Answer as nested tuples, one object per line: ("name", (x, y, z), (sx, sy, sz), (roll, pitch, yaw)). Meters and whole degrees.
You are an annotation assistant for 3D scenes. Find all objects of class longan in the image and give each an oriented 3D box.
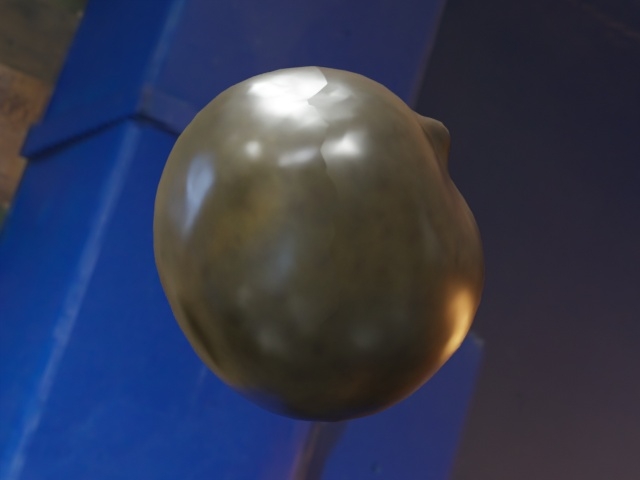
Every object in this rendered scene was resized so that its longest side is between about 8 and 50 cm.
("longan", (-0.004, 0.000, 1.408), (0.297, 0.297, 0.297), (15, -20, 6))
